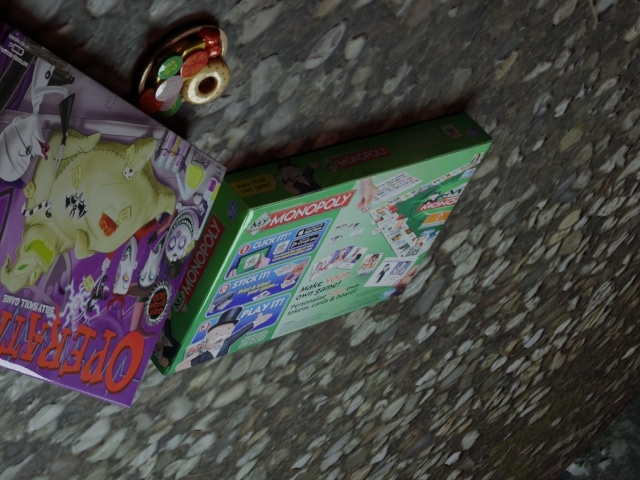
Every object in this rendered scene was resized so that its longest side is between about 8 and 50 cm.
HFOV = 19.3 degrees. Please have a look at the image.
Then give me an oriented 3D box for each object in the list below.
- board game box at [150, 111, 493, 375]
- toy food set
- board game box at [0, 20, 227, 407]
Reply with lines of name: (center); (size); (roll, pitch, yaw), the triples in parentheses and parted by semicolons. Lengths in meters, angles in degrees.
board game box: (0.000, 0.000, 1.716); (0.317, 0.046, 0.213); (-17, 145, -43)
toy food set: (-0.101, -0.124, 1.387); (0.082, 0.020, 0.083); (-28, 153, -27)
board game box: (-0.188, -0.009, 1.319); (0.208, 0.056, 0.347); (-65, 155, -3)
